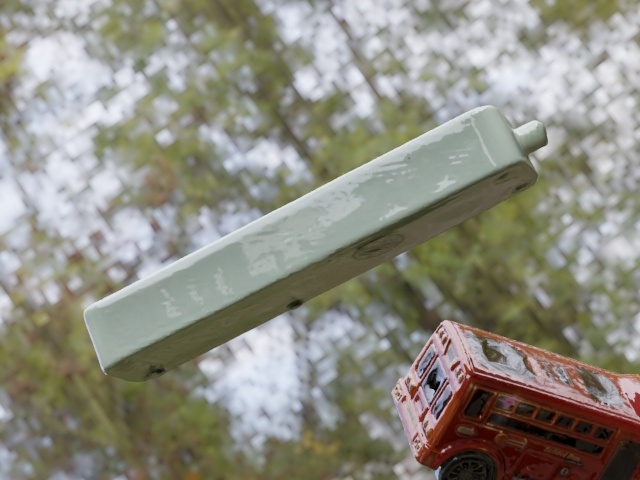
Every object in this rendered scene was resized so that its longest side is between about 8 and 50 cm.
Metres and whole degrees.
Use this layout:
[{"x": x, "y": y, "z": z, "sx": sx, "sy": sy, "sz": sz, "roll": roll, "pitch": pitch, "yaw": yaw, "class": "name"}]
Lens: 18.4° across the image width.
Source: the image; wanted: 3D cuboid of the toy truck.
[{"x": 0.191, "y": 0.155, "z": 1.600, "sx": 0.252, "sy": 0.107, "sz": 0.114, "roll": 17, "pitch": -64, "yaw": -22, "class": "toy truck"}]

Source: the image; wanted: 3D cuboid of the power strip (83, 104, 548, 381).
[{"x": 0.000, "y": 0.001, "z": 1.516, "sx": 0.385, "sy": 0.062, "sz": 0.091, "roll": -27, "pitch": -17, "yaw": 11, "class": "power strip"}]
